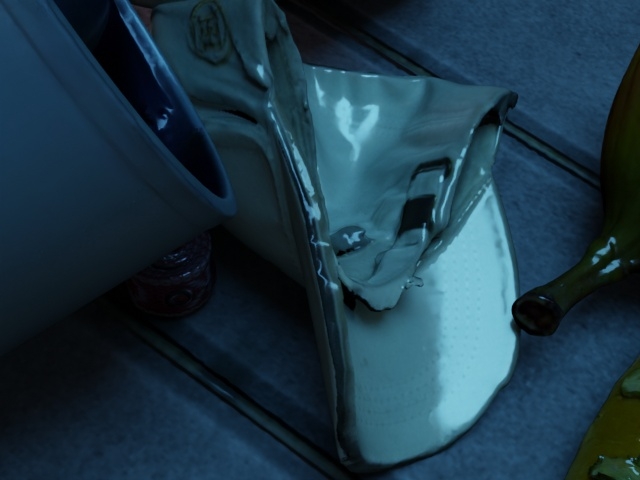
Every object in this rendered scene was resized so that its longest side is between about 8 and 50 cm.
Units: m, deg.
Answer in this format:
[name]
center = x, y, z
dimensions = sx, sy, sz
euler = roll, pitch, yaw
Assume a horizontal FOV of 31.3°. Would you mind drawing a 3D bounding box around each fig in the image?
[fig]
center = 0.241, -0.041, 0.759
dimensions = 0.321, 0.217, 0.217
euler = -31, 64, -17

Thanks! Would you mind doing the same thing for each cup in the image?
[cup]
center = -0.236, -0.031, 0.491
dimensions = 0.311, 0.331, 0.256
euler = -33, 98, 4

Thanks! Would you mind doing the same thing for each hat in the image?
[hat]
center = 0.004, -0.006, 0.712
dimensions = 0.258, 0.168, 0.301
euler = 9, 68, -48

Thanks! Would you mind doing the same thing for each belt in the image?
[belt]
center = -0.129, -0.052, 0.760
dimensions = 0.071, 0.053, 0.232
euler = -20, 59, -17

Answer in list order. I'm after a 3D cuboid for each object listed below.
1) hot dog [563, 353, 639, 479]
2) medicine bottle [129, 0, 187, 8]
[hot dog]
center = 0.211, 0.135, 0.682
dimensions = 0.109, 0.072, 0.269
euler = 33, 51, 16
[medicine bottle]
center = -0.070, -0.266, 0.834
dimensions = 0.282, 0.123, 0.375
euler = 29, 34, 26
